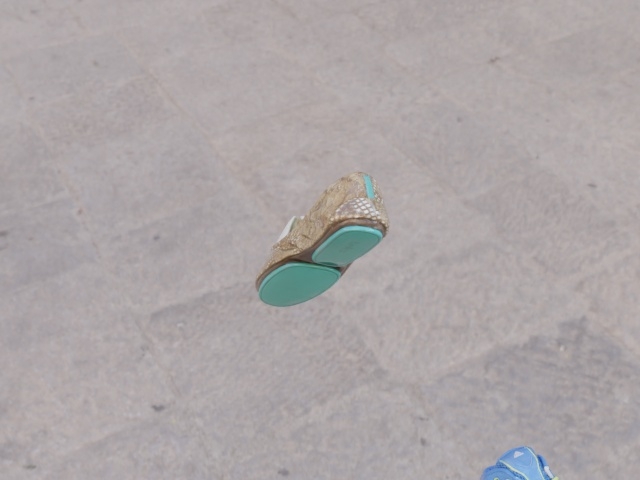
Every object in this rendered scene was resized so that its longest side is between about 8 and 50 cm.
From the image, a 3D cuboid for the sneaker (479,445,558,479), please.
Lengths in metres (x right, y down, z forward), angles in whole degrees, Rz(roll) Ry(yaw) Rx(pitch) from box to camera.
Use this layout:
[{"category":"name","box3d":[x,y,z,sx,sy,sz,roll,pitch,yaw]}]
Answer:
[{"category":"sneaker","box3d":[0.209,0.268,0.731,0.091,0.240,0.126,-19,86,-17]}]

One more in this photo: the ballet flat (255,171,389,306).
[{"category":"ballet flat","box3d":[0.000,0.000,0.700,0.073,0.206,0.067,15,61,-26]}]
